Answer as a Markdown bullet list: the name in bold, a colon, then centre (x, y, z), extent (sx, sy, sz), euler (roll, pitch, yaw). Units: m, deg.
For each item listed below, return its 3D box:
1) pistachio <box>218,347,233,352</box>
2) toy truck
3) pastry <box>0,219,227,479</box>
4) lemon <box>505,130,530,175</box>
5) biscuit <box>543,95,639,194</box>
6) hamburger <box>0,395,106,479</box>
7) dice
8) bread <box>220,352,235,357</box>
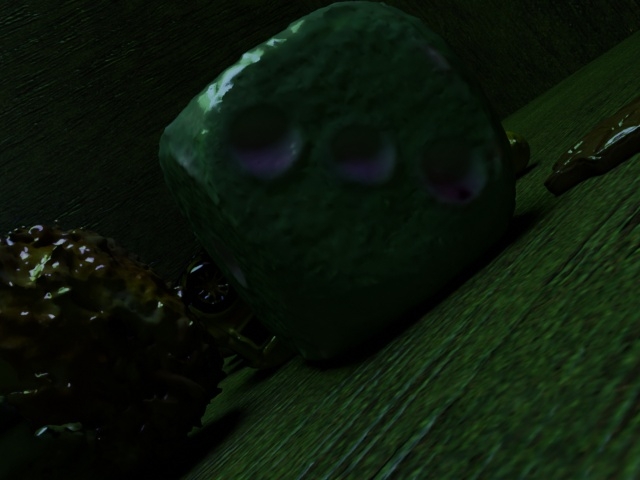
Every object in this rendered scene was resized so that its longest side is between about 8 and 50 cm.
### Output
- **pistachio**: centre (-0.158, 0.159, 1.281), extent (0.206, 0.131, 0.129), euler (4, 44, 39)
- **toy truck**: centre (-0.031, 0.013, 1.058), extent (0.405, 0.254, 0.180), euler (-51, 2, -13)
- **pastry**: centre (-0.297, 0.172, 0.831), extent (0.292, 0.337, 0.405), euler (-71, 1, -56)
- **lemon**: centre (0.307, -0.141, 1.133), extent (0.082, 0.082, 0.111), euler (-37, -2, -16)
- **biscuit**: centre (0.342, -0.126, 0.769), extent (0.215, 0.034, 0.182), euler (-36, 1, 0)
- **hamburger**: centre (-0.203, 0.204, 0.314), extent (0.192, 0.167, 0.288), euler (-34, 2, 24)
- **dice**: centre (0.019, -0.068, 0.824), extent (0.330, 0.322, 0.318), euler (-35, 1, -15)
- **bread**: centre (-0.155, 0.174, 1.462), extent (0.199, 0.104, 0.199), euler (-32, 0, 0)
